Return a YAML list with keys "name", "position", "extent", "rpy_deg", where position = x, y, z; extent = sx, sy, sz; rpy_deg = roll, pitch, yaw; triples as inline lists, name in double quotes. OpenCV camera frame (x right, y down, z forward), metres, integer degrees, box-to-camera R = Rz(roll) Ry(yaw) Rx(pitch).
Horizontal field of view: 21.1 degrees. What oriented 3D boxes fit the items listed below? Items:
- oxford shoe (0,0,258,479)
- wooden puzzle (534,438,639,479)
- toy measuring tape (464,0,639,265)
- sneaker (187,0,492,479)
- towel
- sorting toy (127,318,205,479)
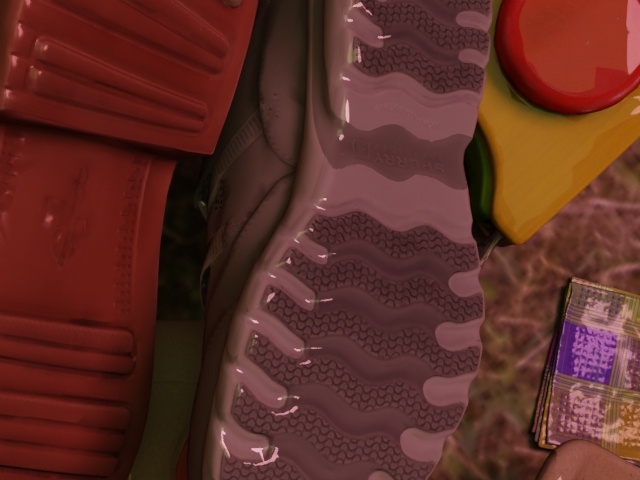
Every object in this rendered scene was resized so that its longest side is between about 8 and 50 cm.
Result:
- name: "oxford shoe"
  position: [-0.149, 0.017, 0.678]
  extent: [0.140, 0.146, 0.397]
  rpy_deg: [23, 91, -46]
- name: "wooden puzzle"
  position: [0.176, 0.301, 0.748]
  extent: [0.348, 0.080, 0.322]
  rpy_deg: [29, 78, -10]
- name: "toy measuring tape"
  position: [0.058, -0.047, 0.768]
  extent: [0.330, 0.121, 0.121]
  rpy_deg: [-42, 90, -3]
- name: "sneaker"
  position: [0.000, 0.000, 0.694]
  extent: [0.105, 0.115, 0.281]
  rpy_deg: [26, 66, -28]
- name: "towel"
  position: [0.136, 0.063, 0.808]
  extent: [0.060, 0.009, 0.083]
  rpy_deg: [16, 79, -7]
- name: "sorting toy"
  position: [-0.070, 0.135, 0.712]
  extent: [0.193, 0.038, 0.208]
  rpy_deg: [-1, 82, 10]
